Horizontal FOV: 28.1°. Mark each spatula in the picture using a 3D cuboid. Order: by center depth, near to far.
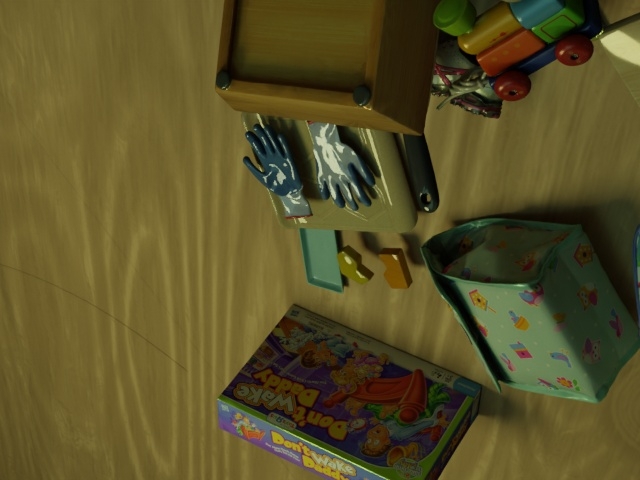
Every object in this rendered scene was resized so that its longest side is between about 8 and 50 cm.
[{"bbox_3d":[0.108,-0.179,1.581,0.084,0.030,0.296,-12,83,32],"label":"spatula"}]

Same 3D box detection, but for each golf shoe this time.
[{"bbox_3d":[0.159,-0.219,1.610,0.186,0.067,0.086,25,104,28],"label":"golf shoe"}]

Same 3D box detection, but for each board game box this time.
[{"bbox_3d":[0.046,0.262,2.015,0.347,0.233,0.078,22,138,20],"label":"board game box"}]

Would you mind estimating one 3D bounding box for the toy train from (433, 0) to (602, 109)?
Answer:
[{"bbox_3d":[0.180,-0.229,1.456,0.143,0.105,0.248,27,139,-36],"label":"toy train"}]

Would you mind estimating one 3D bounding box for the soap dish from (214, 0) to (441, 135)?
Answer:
[{"bbox_3d":[0.003,-0.258,1.562,0.291,0.118,0.229,11,97,35],"label":"soap dish"}]

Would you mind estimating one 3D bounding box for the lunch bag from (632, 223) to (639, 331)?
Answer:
[{"bbox_3d":[0.487,0.054,1.527,0.219,0.090,0.176,2,98,37],"label":"lunch bag"}]

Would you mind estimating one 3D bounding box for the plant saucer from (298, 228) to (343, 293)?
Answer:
[{"bbox_3d":[0.000,0.000,1.970,0.067,0.018,0.192,16,134,26],"label":"plant saucer"}]

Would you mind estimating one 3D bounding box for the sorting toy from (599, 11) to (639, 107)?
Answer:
[{"bbox_3d":[0.477,-0.177,1.365,0.257,0.089,0.255,-18,115,46],"label":"sorting toy"}]

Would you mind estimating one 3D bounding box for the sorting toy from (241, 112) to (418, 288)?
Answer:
[{"bbox_3d":[0.029,-0.069,1.856,0.229,0.041,0.307,0,123,33],"label":"sorting toy"}]

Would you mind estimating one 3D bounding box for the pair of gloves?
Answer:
[{"bbox_3d":[-0.019,-0.104,1.814,0.198,0.023,0.159,-7,117,35],"label":"pair of gloves"}]

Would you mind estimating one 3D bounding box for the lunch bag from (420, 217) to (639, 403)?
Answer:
[{"bbox_3d":[0.267,0.092,1.741,0.262,0.160,0.223,3,133,51],"label":"lunch bag"}]

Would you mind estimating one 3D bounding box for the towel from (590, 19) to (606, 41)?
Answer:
[{"bbox_3d":[0.291,-0.254,1.501,0.083,0.009,0.060,-13,119,46],"label":"towel"}]
